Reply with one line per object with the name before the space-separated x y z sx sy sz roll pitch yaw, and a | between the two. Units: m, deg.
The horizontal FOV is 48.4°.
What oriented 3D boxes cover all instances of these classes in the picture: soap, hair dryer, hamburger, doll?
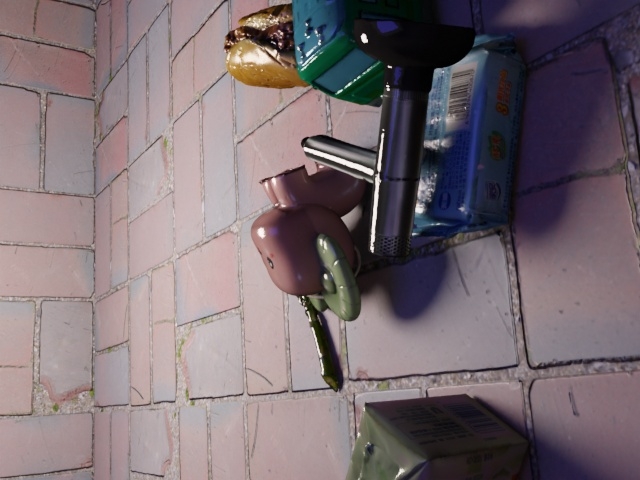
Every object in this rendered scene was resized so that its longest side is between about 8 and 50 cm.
soap | 0.199 -0.144 0.995 0.156 0.077 0.294 7 91 59
hair dryer | 0.048 -0.170 1.009 0.284 0.155 0.321 29 118 35
soap | 0.141 0.311 0.918 0.138 0.199 0.182 32 112 51
hamburger | -0.088 -0.382 1.398 0.282 0.245 0.156 -24 -63 -77
doll | 0.000 0.000 1.225 0.284 0.216 0.269 -171 61 -74

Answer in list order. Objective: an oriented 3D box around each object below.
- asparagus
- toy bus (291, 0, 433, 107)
asparagus | -0.008 0.172 1.325 0.034 0.027 0.236 -44 51 32
toy bus | 0.055 -0.404 1.144 0.183 0.199 0.344 -27 62 54
